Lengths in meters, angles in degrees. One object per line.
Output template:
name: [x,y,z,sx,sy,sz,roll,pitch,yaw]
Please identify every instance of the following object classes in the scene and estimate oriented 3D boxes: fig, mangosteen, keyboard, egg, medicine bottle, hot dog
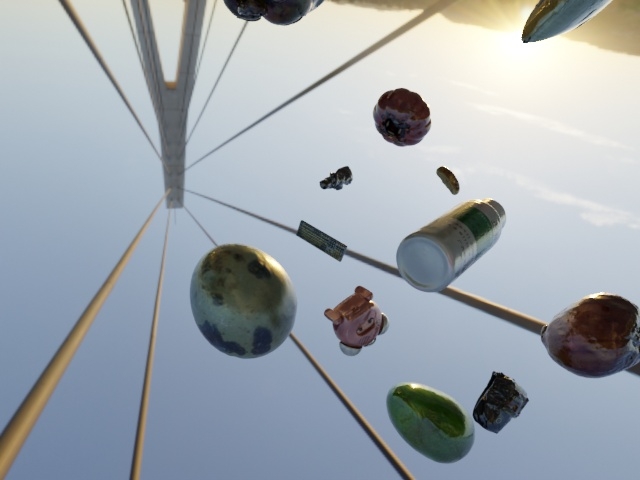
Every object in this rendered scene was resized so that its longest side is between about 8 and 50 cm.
fig: [0.721,0.252,1.262,0.223,0.263,0.224,16,-134,-17]
mangosteen: [-0.150,-0.843,1.427,0.421,0.381,0.381,-42,-132,-17]
keyboard: [0.001,0.000,1.470,0.176,0.055,0.014,31,-156,24]
egg: [-0.256,0.197,1.605,0.344,0.428,0.345,-8,-141,7]
medicine bottle: [0.218,-0.005,0.758,0.095,0.095,0.260,24,-148,29]
hot dog: [0.354,-0.166,1.314,0.030,0.034,0.090,-39,-88,-22]

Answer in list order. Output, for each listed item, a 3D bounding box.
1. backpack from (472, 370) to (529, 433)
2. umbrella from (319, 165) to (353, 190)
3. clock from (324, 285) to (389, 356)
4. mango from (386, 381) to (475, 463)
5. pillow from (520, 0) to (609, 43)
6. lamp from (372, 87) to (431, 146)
backpack: [0.516,0.470,1.379,0.120,0.165,0.105,31,178,-36]
umbrella: [0.055,-0.230,1.862,0.071,0.080,0.224,-16,-171,30]
clock: [0.110,0.234,1.350,0.165,0.162,0.092,-35,-153,-14]
mango: [0.333,0.547,1.465,0.382,0.201,0.225,44,-178,-35]
pillow: [0.612,-0.581,1.077,0.119,0.310,0.312,50,-131,7]
lamp: [0.244,-0.366,1.421,0.182,0.182,0.140,22,-124,27]
